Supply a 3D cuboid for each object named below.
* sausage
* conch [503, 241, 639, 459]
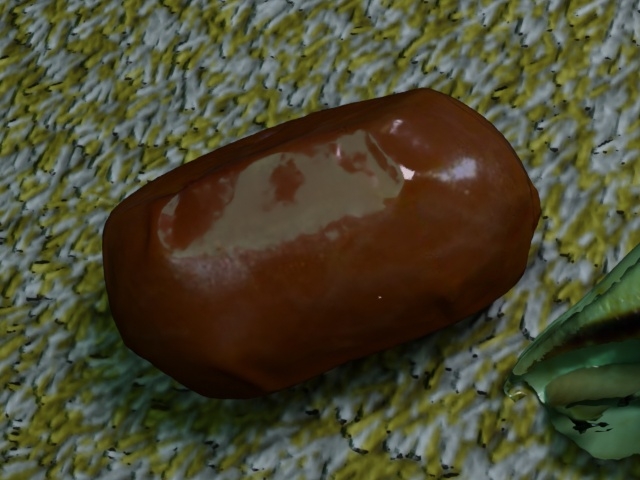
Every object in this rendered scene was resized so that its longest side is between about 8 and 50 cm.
[{"bbox_3d":[0.000,-0.001,0.694,0.268,0.153,0.141,-18,105,6],"label":"sausage"},{"bbox_3d":[0.234,0.039,0.627,0.250,0.137,0.143,-38,65,-4],"label":"conch"}]
